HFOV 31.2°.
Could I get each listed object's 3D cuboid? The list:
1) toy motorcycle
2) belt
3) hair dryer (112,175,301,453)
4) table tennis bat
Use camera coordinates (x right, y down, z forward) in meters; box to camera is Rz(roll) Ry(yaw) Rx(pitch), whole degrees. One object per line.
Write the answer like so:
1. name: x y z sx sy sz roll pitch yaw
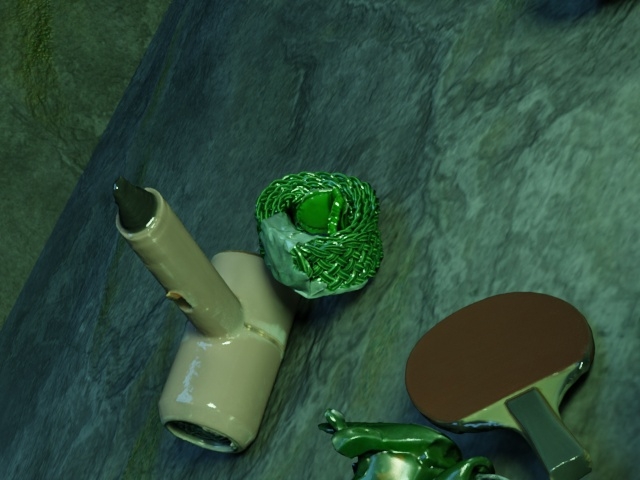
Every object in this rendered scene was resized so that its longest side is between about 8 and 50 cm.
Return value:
1. toy motorcycle: 0.014 0.226 0.762 0.275 0.125 0.187 -49 38 10
2. belt: 0.000 0.000 1.094 0.151 0.121 0.079 -102 8 -59
3. hair dryer: -0.127 0.053 1.064 0.107 0.344 0.189 7 62 24
4. table tennis bat: 0.126 0.093 0.753 0.130 0.019 0.220 -27 23 1
